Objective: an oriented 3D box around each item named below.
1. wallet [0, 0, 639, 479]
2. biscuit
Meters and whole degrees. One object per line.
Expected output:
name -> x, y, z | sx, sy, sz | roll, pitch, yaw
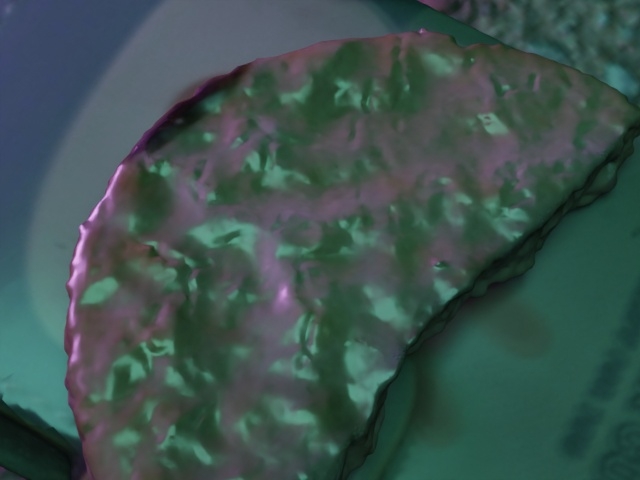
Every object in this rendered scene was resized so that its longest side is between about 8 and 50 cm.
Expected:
wallet -> 0.015, 0.026, 0.709 | 0.360, 0.083, 0.252 | 27, 67, 7
biscuit -> -0.005, 0.000, 0.658 | 0.133, 0.032, 0.250 | 38, 64, 11
